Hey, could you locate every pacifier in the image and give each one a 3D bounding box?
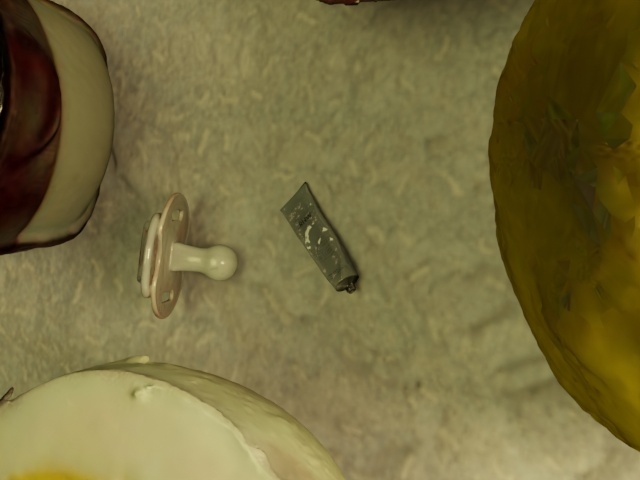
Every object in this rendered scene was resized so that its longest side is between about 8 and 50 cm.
[{"bbox_3d":[-0.103,0.015,0.713,0.078,0.081,0.099,9,94,6],"label":"pacifier"}]

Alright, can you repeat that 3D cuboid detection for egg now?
[{"bbox_3d":[-0.078,0.231,0.603,0.337,0.201,0.337,0,91,28],"label":"egg"}]

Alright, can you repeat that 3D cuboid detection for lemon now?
[{"bbox_3d":[0.201,-0.029,0.385,0.268,0.268,0.322,29,111,32],"label":"lemon"}]

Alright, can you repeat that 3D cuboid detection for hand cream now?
[{"bbox_3d":[0.000,0.000,0.669,0.030,0.019,0.093,-45,63,23],"label":"hand cream"}]

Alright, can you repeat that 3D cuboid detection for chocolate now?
[{"bbox_3d":[-0.291,-0.091,0.772,0.283,0.186,0.284,-7,76,29],"label":"chocolate"}]

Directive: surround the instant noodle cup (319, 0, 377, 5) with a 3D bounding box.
[{"bbox_3d":[0.068,-0.275,0.588,0.274,0.090,0.274,-1,88,34],"label":"instant noodle cup"}]
